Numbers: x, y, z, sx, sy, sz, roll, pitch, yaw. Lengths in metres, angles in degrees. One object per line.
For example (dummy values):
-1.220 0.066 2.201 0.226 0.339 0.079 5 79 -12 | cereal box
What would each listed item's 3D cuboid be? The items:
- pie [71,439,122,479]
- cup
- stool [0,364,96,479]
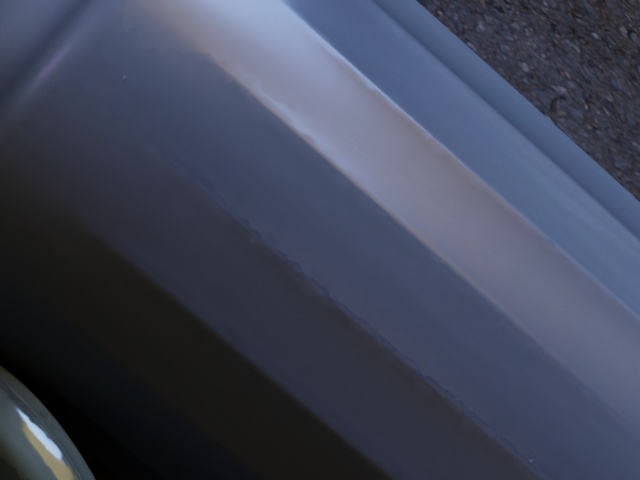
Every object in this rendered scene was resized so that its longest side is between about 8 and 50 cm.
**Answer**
-0.011 0.210 0.764 0.315 0.092 0.315 22 47 -26 | pie
0.000 0.000 0.718 0.327 0.237 0.323 40 18 -6 | cup
-0.200 0.149 0.577 0.199 0.195 0.195 -24 70 -47 | stool
